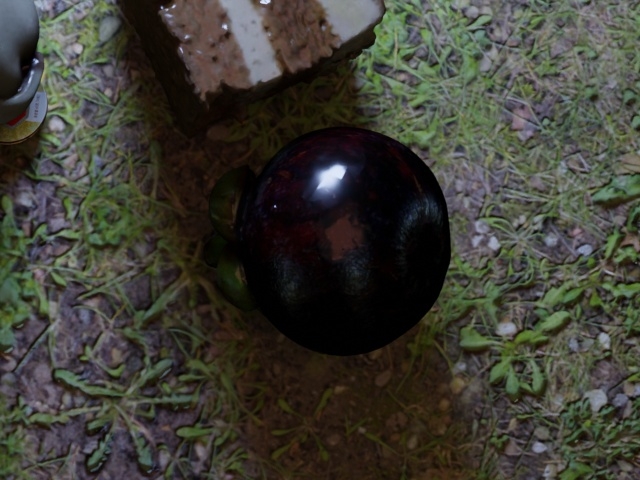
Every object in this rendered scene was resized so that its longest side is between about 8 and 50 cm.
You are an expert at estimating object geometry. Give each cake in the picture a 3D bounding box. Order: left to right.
[{"bbox_3d":[-0.091,-0.303,1.708,0.290,0.255,0.282,-24,94,-11],"label":"cake"}]

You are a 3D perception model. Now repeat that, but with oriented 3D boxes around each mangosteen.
[{"bbox_3d":[0.015,-0.003,1.722,0.300,0.300,0.300,1,87,-15],"label":"mangosteen"}]

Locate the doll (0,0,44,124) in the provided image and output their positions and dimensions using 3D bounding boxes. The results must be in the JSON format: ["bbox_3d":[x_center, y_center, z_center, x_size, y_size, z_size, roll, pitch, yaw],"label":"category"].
[{"bbox_3d":[-0.461,-0.178,1.596,0.226,0.215,0.370,35,91,-28],"label":"doll"}]

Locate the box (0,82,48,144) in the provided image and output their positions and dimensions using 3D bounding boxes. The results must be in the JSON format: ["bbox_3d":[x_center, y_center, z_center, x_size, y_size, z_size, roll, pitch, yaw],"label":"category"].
[{"bbox_3d":[-0.399,-0.173,1.730,0.105,0.037,0.106,1,86,-14],"label":"box"}]
